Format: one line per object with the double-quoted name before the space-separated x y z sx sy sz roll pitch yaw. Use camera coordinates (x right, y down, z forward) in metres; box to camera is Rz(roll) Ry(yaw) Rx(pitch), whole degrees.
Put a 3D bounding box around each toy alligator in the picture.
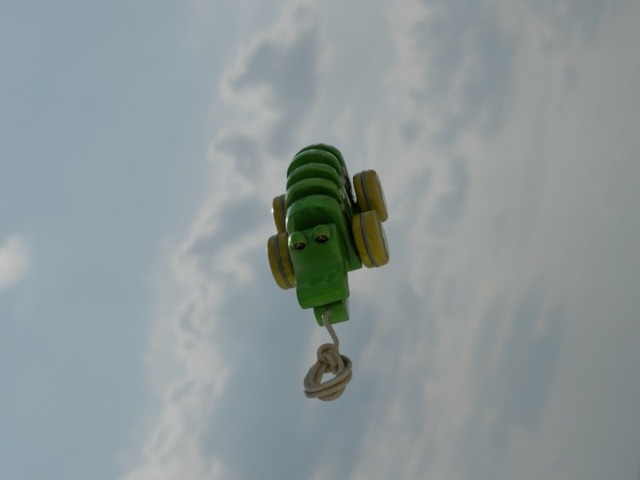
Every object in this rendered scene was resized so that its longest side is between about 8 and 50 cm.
"toy alligator" 0.000 0.000 0.750 0.190 0.056 0.051 -86 -22 -56
